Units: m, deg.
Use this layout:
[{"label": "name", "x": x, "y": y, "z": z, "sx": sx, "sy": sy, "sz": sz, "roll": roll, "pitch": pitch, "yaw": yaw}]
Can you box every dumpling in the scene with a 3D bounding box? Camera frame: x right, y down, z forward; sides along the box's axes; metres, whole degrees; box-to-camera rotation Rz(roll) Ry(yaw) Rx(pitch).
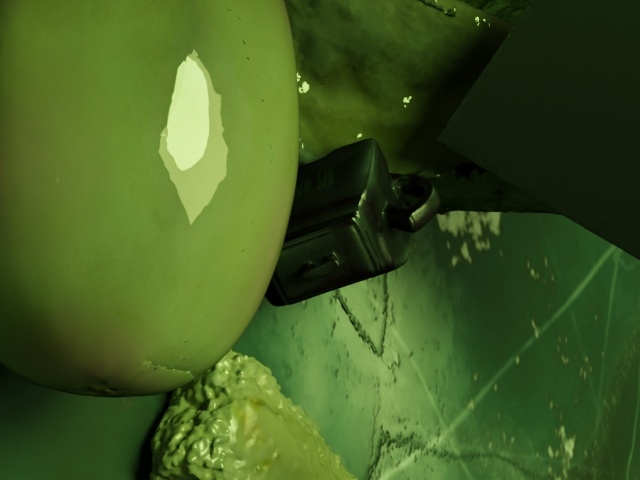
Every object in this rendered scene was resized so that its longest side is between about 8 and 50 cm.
[{"label": "dumpling", "x": 0.035, "y": -0.131, "z": 1.435, "sx": 0.166, "sy": 0.332, "sz": 0.086, "roll": -60, "pitch": 175, "yaw": 13}]

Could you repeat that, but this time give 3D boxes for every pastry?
[{"label": "pastry", "x": -0.029, "y": 0.189, "z": 1.356, "sx": 0.121, "sy": 0.089, "sz": 0.258, "roll": -53, "pitch": 125, "yaw": -32}]

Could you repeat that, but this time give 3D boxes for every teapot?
[{"label": "teapot", "x": 0.000, "y": 0.000, "z": 1.376, "sx": 0.096, "sy": 0.177, "sz": 0.087, "roll": -88, "pitch": 157, "yaw": -64}]

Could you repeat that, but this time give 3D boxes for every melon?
[{"label": "melon", "x": -0.122, "y": -0.067, "z": 1.137, "sx": 0.223, "sy": 0.223, "sz": 0.317, "roll": 20, "pitch": 67, "yaw": -54}]

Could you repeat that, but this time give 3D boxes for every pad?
[{"label": "pad", "x": 0.219, "y": -0.084, "z": 1.393, "sx": 0.245, "sy": 0.006, "sz": 0.170, "roll": 28, "pitch": 102, "yaw": -28}]

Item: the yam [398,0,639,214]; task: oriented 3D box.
[{"label": "yam", "x": 0.176, "y": -0.114, "z": 1.551, "sx": 0.195, "sy": 0.300, "sz": 0.195, "roll": 0, "pitch": 90, "yaw": -49}]
